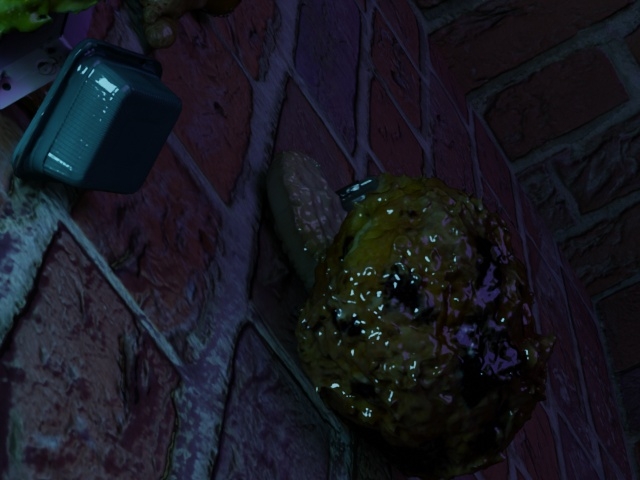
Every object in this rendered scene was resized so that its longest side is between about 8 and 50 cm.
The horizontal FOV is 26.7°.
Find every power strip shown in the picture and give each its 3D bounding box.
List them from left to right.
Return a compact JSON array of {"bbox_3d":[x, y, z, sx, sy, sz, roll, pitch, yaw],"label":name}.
[{"bbox_3d":[-0.288,-0.234,1.415,0.037,0.109,0.279,53,20,-30],"label":"power strip"}]

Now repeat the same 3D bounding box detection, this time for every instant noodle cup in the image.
[{"bbox_3d":[-0.213,-0.113,1.356,0.070,0.157,0.179,33,10,19],"label":"instant noodle cup"}]

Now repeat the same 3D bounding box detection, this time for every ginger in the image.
[{"bbox_3d":[-0.209,-0.341,1.842,0.115,0.081,0.205,61,18,-22],"label":"ginger"}]

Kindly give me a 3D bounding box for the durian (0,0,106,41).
[{"bbox_3d":[-0.313,-0.289,1.254,0.255,0.205,0.339,13,5,-34],"label":"durian"}]

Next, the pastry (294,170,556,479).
[{"bbox_3d":[0.131,0.125,1.755,0.337,0.292,0.405,-32,110,-44],"label":"pastry"}]

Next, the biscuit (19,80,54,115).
[{"bbox_3d":[-0.289,-0.150,1.435,0.083,0.018,0.081,47,23,-39],"label":"biscuit"}]

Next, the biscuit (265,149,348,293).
[{"bbox_3d":[0.000,0.000,1.925,0.281,0.084,0.179,64,18,3],"label":"biscuit"}]

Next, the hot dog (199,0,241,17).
[{"bbox_3d":[-0.208,-0.441,2.002,0.270,0.081,0.163,41,25,-47],"label":"hot dog"}]

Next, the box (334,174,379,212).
[{"bbox_3d":[0.079,-0.010,2.122,0.172,0.124,0.093,63,7,-2],"label":"box"}]
